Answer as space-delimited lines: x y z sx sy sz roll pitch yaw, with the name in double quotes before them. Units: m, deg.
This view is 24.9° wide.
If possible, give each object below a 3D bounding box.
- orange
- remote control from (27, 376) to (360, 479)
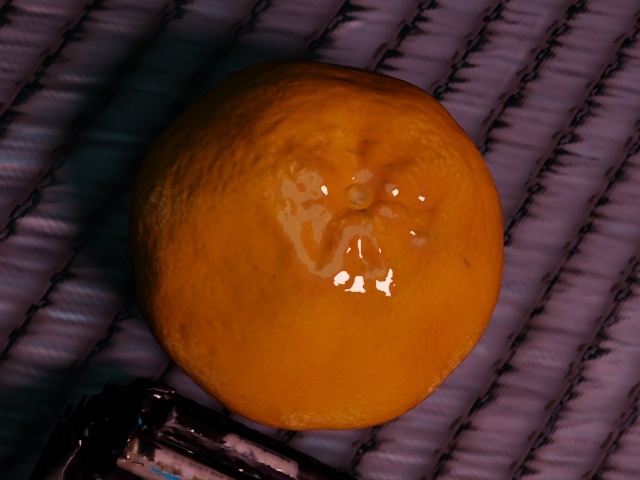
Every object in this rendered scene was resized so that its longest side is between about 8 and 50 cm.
"orange" 0.000 0.000 0.593 0.159 0.136 0.158 3 78 -12
"remote control" 0.070 0.166 0.585 0.399 0.144 0.062 25 116 -4
